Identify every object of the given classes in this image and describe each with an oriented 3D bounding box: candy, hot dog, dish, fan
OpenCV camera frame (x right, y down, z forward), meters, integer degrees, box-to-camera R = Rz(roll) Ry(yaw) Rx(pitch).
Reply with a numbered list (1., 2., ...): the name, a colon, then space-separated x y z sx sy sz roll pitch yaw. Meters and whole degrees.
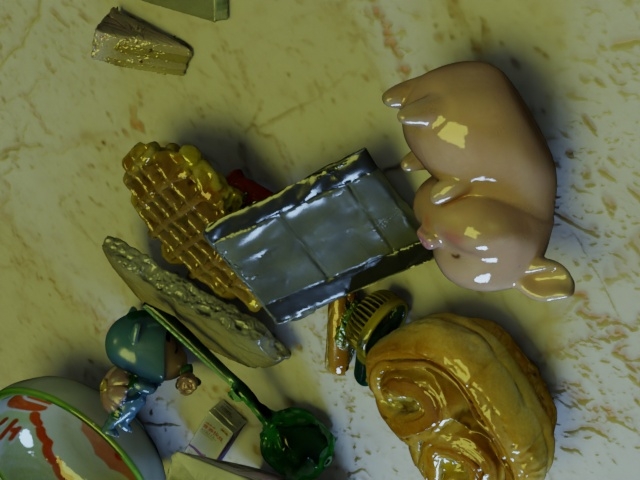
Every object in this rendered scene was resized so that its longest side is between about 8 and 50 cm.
1. candy: -0.111 0.190 1.697 0.323 0.097 0.097 45 135 -6
2. hot dog: 0.031 0.110 1.588 0.041 0.056 0.133 13 120 21
3. dish: -0.346 0.319 1.961 0.324 0.124 0.324 19 132 23
4. fan: 0.061 0.121 1.561 0.039 0.082 0.155 36 144 25

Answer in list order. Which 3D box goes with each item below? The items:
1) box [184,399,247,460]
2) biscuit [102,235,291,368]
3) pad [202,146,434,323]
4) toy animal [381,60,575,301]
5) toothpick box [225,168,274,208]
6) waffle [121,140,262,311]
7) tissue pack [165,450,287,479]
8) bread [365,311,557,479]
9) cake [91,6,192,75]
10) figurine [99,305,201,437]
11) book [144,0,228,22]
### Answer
1. box: -0.150 0.280 1.840 0.050 0.036 0.117 39 133 11
2. biscuit: -0.164 0.101 1.714 0.290 0.038 0.141 29 154 14
3. pad: 0.000 0.000 1.490 0.233 0.022 0.174 -26 120 25
4. toy animal: 0.162 -0.062 1.320 0.154 0.166 0.250 -15 116 0
5. toothpick box: -0.082 -0.050 1.584 0.083 0.047 0.047 31 130 19
6. waffle: -0.141 -0.020 1.595 0.249 0.056 0.253 30 150 22
7. tissue pack: -0.081 0.366 1.698 0.185 0.225 0.124 17 83 32
8. bread: 0.165 0.190 1.487 0.198 0.120 0.236 -26 99 45
9. cake: -0.217 -0.230 1.578 0.121 0.065 0.052 27 132 14
10. figurine: -0.237 0.187 1.795 0.144 0.114 0.178 19 94 -2
11. book: -0.195 -0.405 1.477 0.215 0.025 0.283 22 126 27
